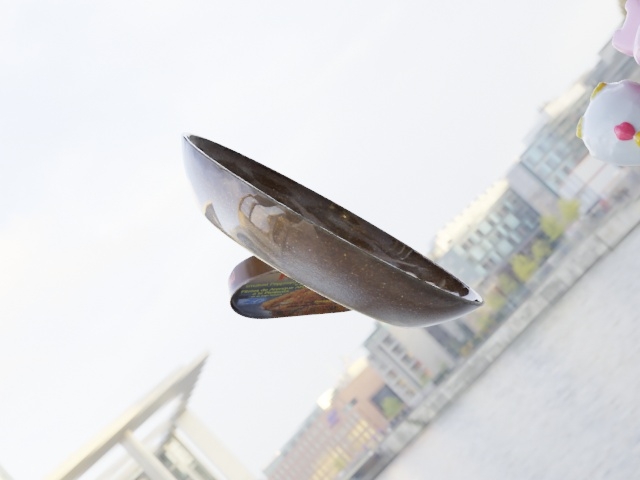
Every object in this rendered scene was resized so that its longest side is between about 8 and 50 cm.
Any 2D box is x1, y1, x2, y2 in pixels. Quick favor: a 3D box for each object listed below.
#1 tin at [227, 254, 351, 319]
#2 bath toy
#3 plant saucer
[{"bbox_3d":[-0.012,0.046,1.188,0.190,0.040,0.106,-3,-28,-17],"label":"tin"},{"bbox_3d":[0.383,-0.232,1.116,0.151,0.129,0.348,-9,-57,-45],"label":"bath toy"},{"bbox_3d":[0.000,0.000,0.605,0.036,0.199,0.198,-60,-12,6],"label":"plant saucer"}]
